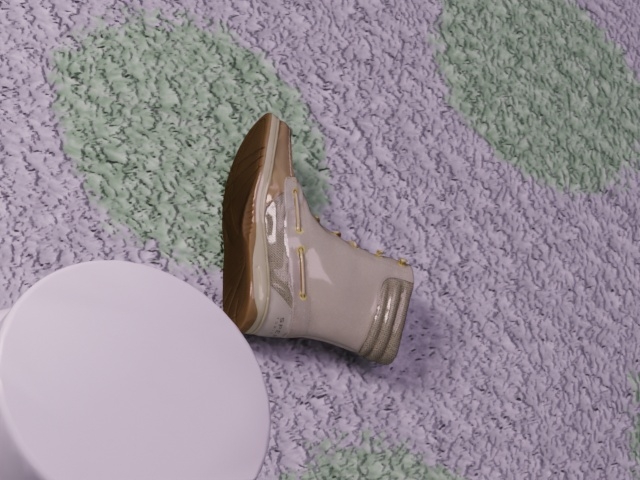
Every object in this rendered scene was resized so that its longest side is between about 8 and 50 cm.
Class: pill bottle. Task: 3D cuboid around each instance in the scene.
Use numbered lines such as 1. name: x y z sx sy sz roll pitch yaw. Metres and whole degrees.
1. pill bottle: -0.198 0.185 1.284 0.229 0.407 0.229 17 52 -23

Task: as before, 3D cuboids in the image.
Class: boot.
1. boot: 0.000 0.000 1.760 0.165 0.077 0.213 15 58 -23
